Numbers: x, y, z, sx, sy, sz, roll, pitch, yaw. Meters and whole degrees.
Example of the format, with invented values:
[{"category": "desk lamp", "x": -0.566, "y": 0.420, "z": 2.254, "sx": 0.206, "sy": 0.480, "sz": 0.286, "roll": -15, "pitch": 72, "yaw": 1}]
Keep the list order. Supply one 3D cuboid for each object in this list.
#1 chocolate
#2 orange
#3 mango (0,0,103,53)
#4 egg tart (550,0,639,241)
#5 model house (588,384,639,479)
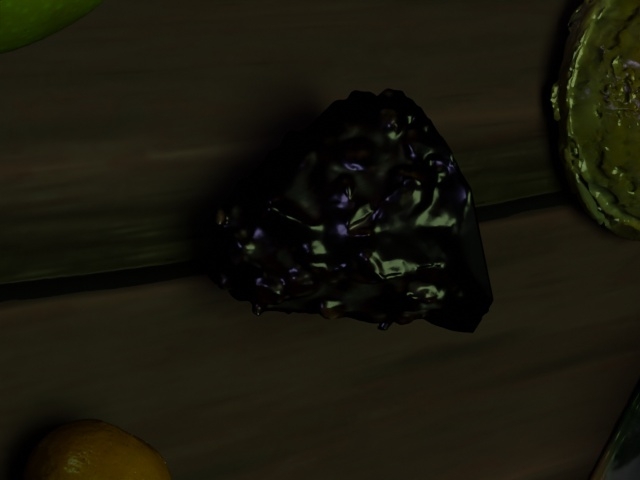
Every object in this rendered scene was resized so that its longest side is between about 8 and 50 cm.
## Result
[{"category": "chocolate", "x": 0.000, "y": 0.000, "z": 0.898, "sx": 0.133, "sy": 0.156, "sz": 0.156, "roll": -23, "pitch": 110, "yaw": -18}, {"category": "orange", "x": -0.114, "y": 0.131, "z": 0.827, "sx": 0.070, "sy": 0.083, "sz": 0.083, "roll": -48, "pitch": 124, "yaw": -13}, {"category": "mango", "x": -0.205, "y": -0.155, "z": 0.672, "sx": 0.293, "sy": 0.143, "sz": 0.175, "roll": -7, "pitch": 59, "yaw": -34}, {"category": "egg tart", "x": 0.252, "y": -0.104, "z": 1.127, "sx": 0.212, "sy": 0.090, "sz": 0.212, "roll": -6, "pitch": 100, "yaw": -37}, {"category": "model house", "x": 0.339, "y": 0.242, "z": 1.168, "sx": 0.301, "sy": 0.190, "sz": 0.271, "roll": 46, "pitch": 63, "yaw": -36}]
